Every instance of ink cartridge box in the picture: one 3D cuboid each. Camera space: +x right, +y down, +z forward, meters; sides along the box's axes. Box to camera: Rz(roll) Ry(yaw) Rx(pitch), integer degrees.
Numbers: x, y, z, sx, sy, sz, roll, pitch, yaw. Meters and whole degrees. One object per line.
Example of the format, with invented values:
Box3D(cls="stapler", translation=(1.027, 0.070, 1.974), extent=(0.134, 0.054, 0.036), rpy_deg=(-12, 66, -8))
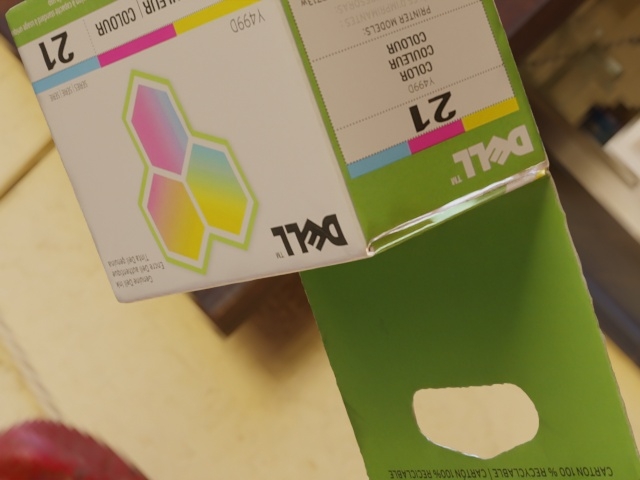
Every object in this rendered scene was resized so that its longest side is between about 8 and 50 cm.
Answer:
Box3D(cls="ink cartridge box", translation=(0.000, 0.000, 0.702), extent=(0.189, 0.097, 0.255), rpy_deg=(-12, -81, 55))
